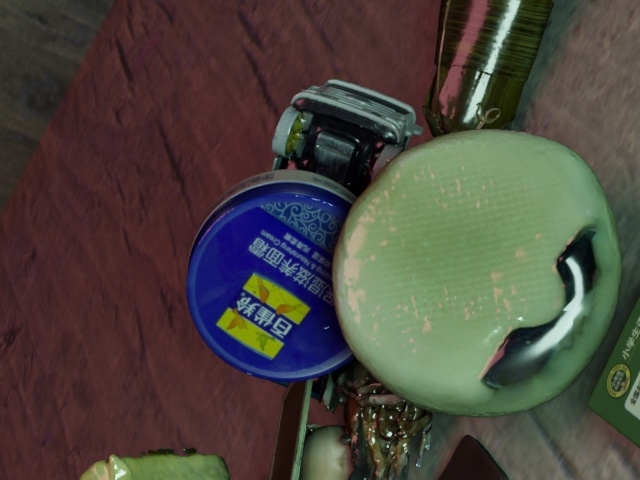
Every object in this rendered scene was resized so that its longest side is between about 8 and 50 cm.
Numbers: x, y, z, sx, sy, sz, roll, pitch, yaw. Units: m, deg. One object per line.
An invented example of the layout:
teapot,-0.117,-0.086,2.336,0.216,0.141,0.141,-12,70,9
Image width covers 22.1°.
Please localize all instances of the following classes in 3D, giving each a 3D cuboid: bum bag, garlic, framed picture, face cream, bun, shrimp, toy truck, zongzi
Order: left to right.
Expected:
face cream,-0.034,0.033,1.684,0.206,0.206,0.111,-59,9,15
framed picture,-0.034,0.218,1.776,0.142,0.011,0.183,116,166,-54
toy truck,0.000,0.000,1.836,0.175,0.146,0.367,-51,-20,-63
garlic,0.013,0.309,1.738,0.128,0.148,0.266,-3,54,23
shrimp,0.076,0.155,1.707,0.145,0.116,0.343,-42,28,45
bum bag,0.124,0.276,1.615,0.159,0.026,0.109,-61,24,9
zongzi,0.167,-0.219,1.887,0.241,0.111,0.248,-145,74,-71
bun,0.156,0.038,1.568,0.283,0.179,0.283,-4,76,16

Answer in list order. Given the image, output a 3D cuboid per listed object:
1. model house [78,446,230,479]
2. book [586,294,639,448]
model house,-0.197,0.433,1.907,0.321,0.261,0.266,-51,55,26
book,0.333,0.105,1.291,0.264,0.027,0.202,41,110,56
